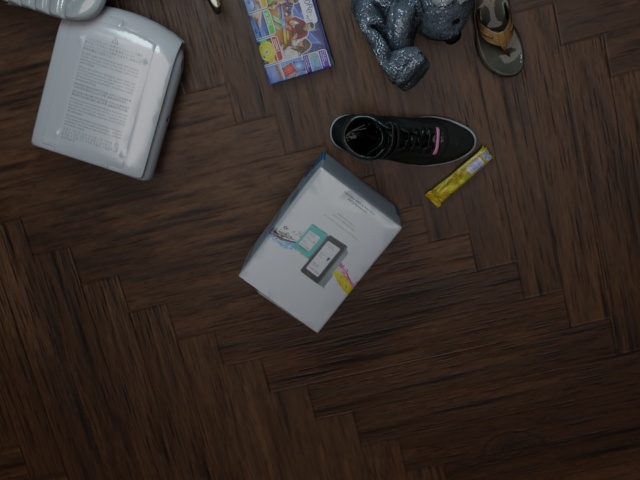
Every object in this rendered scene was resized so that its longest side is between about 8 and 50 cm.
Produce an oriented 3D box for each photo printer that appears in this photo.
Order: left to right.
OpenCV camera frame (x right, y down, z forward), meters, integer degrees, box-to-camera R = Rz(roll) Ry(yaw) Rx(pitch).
[{"bbox_3d":[-0.414,-0.300,1.772,0.256,0.107,0.308,17,103,-1],"label":"photo printer"}]

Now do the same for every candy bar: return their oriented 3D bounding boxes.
[{"bbox_3d":[0.286,-0.132,1.830,0.161,0.018,0.040,-41,102,10],"label":"candy bar"}]

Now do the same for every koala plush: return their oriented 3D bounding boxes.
[{"bbox_3d":[0.191,-0.423,1.682,0.221,0.196,0.203,-30,91,13],"label":"koala plush"}]

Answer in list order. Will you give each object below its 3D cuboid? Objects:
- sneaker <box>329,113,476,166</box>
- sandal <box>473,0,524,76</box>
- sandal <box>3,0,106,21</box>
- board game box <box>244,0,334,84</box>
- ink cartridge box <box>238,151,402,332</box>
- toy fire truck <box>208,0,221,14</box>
[{"bbox_3d":[0.165,-0.192,1.755,0.295,0.147,0.105,5,102,0],"label":"sneaker"},{"bbox_3d":[0.343,-0.423,1.736,0.090,0.060,0.219,-9,103,4],"label":"sandal"},{"bbox_3d":[-0.585,-0.526,1.723,0.416,0.102,0.169,32,95,11],"label":"sandal"},{"bbox_3d":[-0.064,-0.422,1.766,0.136,0.035,0.201,-15,103,6],"label":"board game box"},{"bbox_3d":[0.000,0.000,1.782,0.197,0.198,0.270,36,103,-7],"label":"ink cartridge box"},{"bbox_3d":[-0.294,-0.525,1.657,0.246,0.217,0.158,14,103,-2],"label":"toy fire truck"}]
